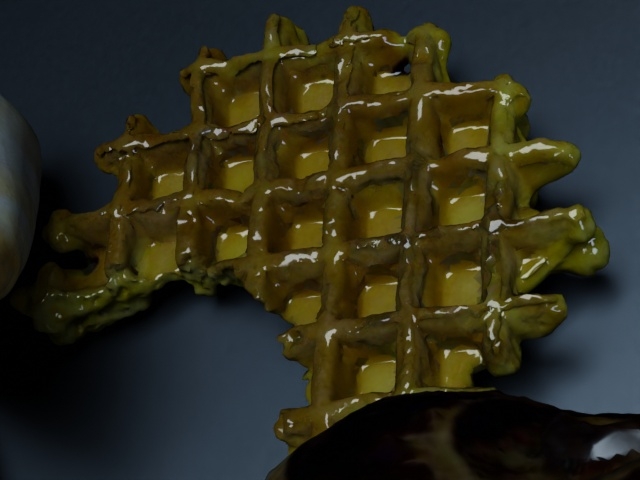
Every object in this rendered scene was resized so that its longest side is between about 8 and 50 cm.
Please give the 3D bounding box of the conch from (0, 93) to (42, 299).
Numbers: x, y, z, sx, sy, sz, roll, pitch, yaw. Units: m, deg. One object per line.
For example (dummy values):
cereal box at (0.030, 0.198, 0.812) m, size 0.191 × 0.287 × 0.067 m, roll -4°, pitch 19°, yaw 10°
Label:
conch at (-0.217, -0.006, 0.746) m, size 0.158 × 0.127 × 0.255 m, roll -62°, pitch 15°, yaw 8°

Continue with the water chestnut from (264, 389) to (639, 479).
water chestnut at (0.097, 0.191, 0.518) m, size 0.300 × 0.300 × 0.300 m, roll -9°, pitch 63°, yaw 17°

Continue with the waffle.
waffle at (0.000, 0.000, 0.746) m, size 0.293 × 0.069 × 0.260 m, roll 34°, pitch 80°, yaw 34°
